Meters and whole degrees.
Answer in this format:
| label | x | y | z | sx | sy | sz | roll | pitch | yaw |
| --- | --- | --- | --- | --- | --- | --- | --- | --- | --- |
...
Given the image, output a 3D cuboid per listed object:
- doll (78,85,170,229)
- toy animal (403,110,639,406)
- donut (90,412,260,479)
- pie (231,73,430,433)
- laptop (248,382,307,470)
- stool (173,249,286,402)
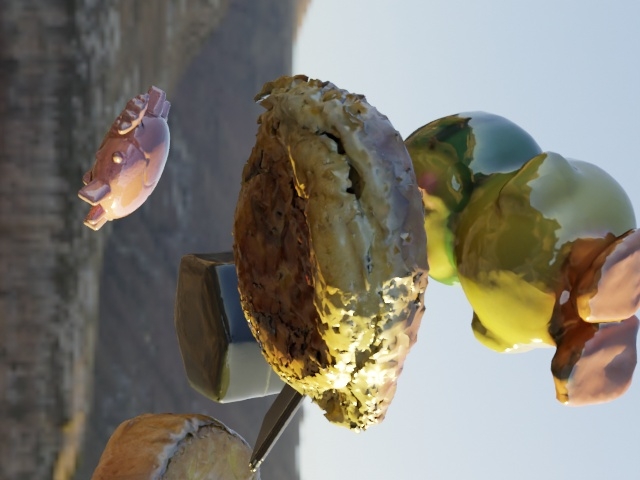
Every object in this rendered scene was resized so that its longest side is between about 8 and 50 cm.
| label | x | y | z | sx | sy | sz | roll | pitch | yaw |
| --- | --- | --- | --- | --- | --- | --- | --- | --- | --- |
| doll | -0.271 | -0.115 | 2.143 | 0.211 | 0.093 | 0.262 | -59 | 173 | -26 |
| toy animal | 0.211 | -0.006 | 1.526 | 0.338 | 0.191 | 0.216 | 40 | -44 | 42 |
| donut | -0.202 | 0.393 | 2.060 | 0.299 | 0.150 | 0.317 | -11 | 92 | -51 |
| pie | 0.001 | 0.000 | 1.232 | 0.308 | 0.085 | 0.308 | 170 | -90 | -68 |
| laptop | -0.021 | 0.150 | 1.603 | 0.180 | 0.016 | 0.129 | -56 | -175 | 20 |
| stool | -0.121 | 0.122 | 2.221 | 0.232 | 0.141 | 0.232 | 175 | -90 | -66 |
